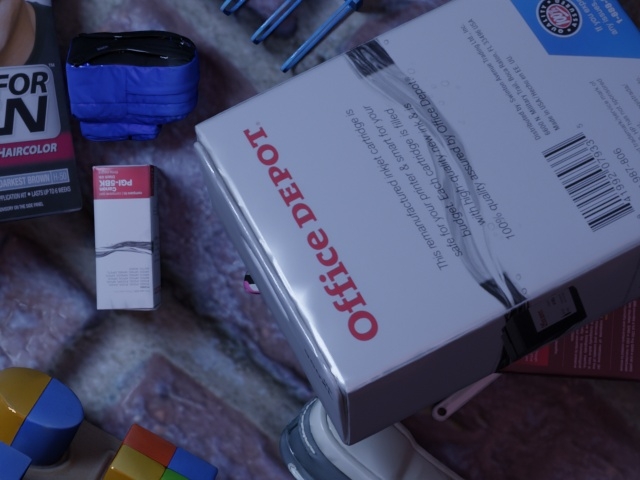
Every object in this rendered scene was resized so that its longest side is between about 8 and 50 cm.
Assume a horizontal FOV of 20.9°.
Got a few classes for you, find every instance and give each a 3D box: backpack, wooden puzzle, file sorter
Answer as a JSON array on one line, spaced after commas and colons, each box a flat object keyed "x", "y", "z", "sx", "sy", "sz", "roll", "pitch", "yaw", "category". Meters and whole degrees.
[{"x": -0.173, "y": -0.147, "z": 1.639, "sx": 0.120, "sy": 0.098, "sz": 0.101, "roll": -4, "pitch": 121, "yaw": -1, "category": "backpack"}, {"x": -0.226, "y": 0.225, "z": 1.533, "sx": 0.348, "sy": 0.322, "sz": 0.080, "roll": 25, "pitch": 111, "yaw": -1, "category": "wooden puzzle"}, {"x": -0.054, "y": -0.250, "z": 1.627, "sx": 0.170, "sy": 0.118, "sz": 0.104, "roll": 44, "pitch": 94, "yaw": -2, "category": "file sorter"}]

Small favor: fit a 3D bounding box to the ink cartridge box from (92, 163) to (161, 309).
[{"x": -0.182, "y": -0.003, "z": 1.638, "sx": 0.056, "sy": 0.099, "sz": 0.135, "roll": -2, "pitch": 91, "yaw": -2, "category": "ink cartridge box"}]

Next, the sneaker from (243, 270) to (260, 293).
[{"x": 0.000, "y": 0.000, "z": 1.663, "sx": 0.170, "sy": 0.063, "sz": 0.074, "roll": -21, "pitch": 92, "yaw": -6, "category": "sneaker"}]

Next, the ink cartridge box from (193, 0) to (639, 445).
[{"x": 0.125, "y": -0.041, "z": 1.541, "sx": 0.395, "sy": 0.166, "sz": 0.285, "roll": -26, "pitch": 67, "yaw": -9, "category": "ink cartridge box"}]

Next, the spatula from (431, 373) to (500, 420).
[{"x": 0.169, "y": 0.057, "z": 1.690, "sx": 0.242, "sy": 0.019, "sz": 0.168, "roll": -38, "pitch": 93, "yaw": 0, "category": "spatula"}]

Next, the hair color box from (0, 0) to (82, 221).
[{"x": -0.348, "y": -0.197, "z": 1.579, "sx": 0.185, "sy": 0.114, "sz": 0.374, "roll": -10, "pitch": 92, "yaw": -43, "category": "hair color box"}]

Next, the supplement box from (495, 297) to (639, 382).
[{"x": 0.206, "y": 0.063, "z": 1.645, "sx": 0.239, "sy": 0.073, "sz": 0.130, "roll": 4, "pitch": 88, "yaw": 3, "category": "supplement box"}]

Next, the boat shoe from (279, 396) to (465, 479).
[{"x": 0.086, "y": 0.276, "z": 1.673, "sx": 0.319, "sy": 0.116, "sz": 0.099, "roll": 48, "pitch": 133, "yaw": -9, "category": "boat shoe"}]
